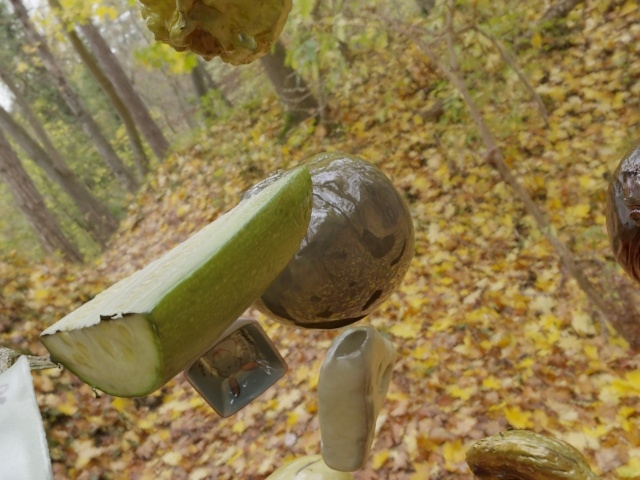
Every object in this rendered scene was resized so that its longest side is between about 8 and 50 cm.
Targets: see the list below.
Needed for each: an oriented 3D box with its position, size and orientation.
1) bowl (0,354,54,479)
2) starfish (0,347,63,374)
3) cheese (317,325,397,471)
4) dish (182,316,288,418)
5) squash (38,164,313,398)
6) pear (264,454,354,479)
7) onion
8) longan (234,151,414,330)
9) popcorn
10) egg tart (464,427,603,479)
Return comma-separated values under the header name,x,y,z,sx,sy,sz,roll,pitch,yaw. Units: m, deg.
name,x,y,z,sx,sy,sz,roll,pitch,yaw
bowl,-0.480,0.392,1.022,0.196,0.434,0.435,-7,6,-25
starfish,-0.605,0.236,1.407,0.224,0.050,0.217,-5,16,-33
cheese,0.086,0.271,1.576,0.130,0.328,0.351,10,40,13
dish,-0.162,0.202,1.273,0.154,0.234,0.064,-36,50,-10
squash,-0.131,0.048,0.805,0.203,0.111,0.288,-16,22,38
pear,-0.038,0.724,1.916,0.309,0.309,0.309,-31,17,11
onion,0.615,-0.063,1.231,0.286,0.347,0.348,7,-2,-27
longan,0.000,0.000,1.366,0.361,0.361,0.361,-31,17,11
popcorn,-0.165,-0.389,1.148,0.249,0.249,0.225,-34,26,0
egg tart,0.543,0.574,1.840,0.352,0.339,0.153,-18,31,47
